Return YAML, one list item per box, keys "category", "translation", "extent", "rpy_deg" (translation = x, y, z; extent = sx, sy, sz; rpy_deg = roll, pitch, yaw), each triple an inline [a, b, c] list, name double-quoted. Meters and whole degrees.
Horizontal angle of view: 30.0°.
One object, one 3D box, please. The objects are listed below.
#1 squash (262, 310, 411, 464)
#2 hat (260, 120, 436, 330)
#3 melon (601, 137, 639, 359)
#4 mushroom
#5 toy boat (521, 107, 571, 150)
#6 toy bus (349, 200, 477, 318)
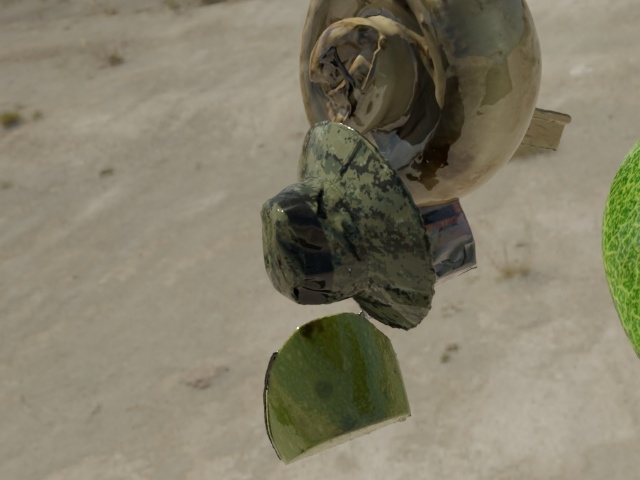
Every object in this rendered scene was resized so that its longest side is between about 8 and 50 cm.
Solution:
- category: "squash"
  translation: [0.027, 0.187, 1.458]
  extent: [0.192, 0.184, 0.085]
  rpy_deg: [-20, 24, -17]
- category: "hat"
  translation: [0.000, 0.000, 1.318]
  extent: [0.128, 0.265, 0.265]
  rpy_deg: [-19, 23, -24]
- category: "melon"
  translation: [0.412, -0.041, 1.167]
  extent: [0.226, 0.331, 0.343]
  rpy_deg: [23, 24, -32]
- category: "mushroom"
  translation: [0.094, -0.216, 1.498]
  extent: [0.295, 0.362, 0.362]
  rpy_deg: [-14, 19, -37]
- category: "toy boat"
  translation: [0.274, -0.177, 1.780]
  extent: [0.188, 0.061, 0.116]
  rpy_deg: [5, 10, -37]
- category: "toy bus"
  translation: [0.121, 0.026, 1.746]
  extent: [0.112, 0.138, 0.317]
  rpy_deg: [-20, -9, -19]
